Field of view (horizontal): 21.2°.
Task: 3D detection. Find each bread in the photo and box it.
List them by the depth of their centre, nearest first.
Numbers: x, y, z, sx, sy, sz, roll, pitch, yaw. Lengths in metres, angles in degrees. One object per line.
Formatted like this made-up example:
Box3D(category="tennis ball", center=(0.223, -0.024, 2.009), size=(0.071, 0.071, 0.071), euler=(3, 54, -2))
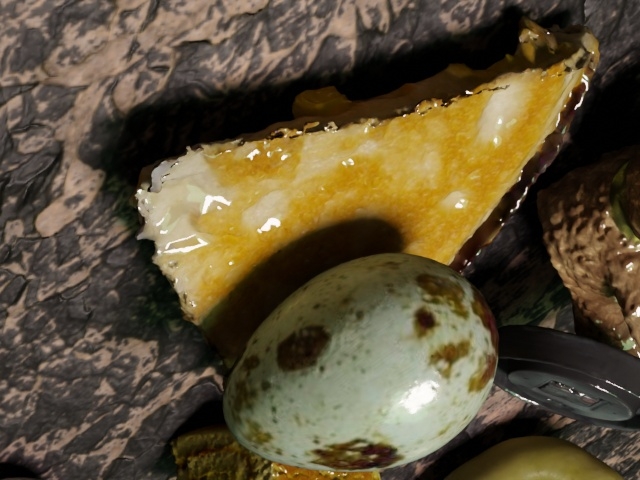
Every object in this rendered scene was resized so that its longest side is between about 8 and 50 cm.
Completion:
Box3D(category="bread", center=(-0.039, 0.223, 1.617), size=(0.132, 0.103, 0.172), euler=(-10, 165, 38))

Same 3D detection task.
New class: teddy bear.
Box3D(category="teddy bear", center=(0.336, 0.000, 1.609), size=(0.296, 0.222, 0.246), euler=(51, 54, -42))

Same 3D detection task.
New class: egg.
Box3D(category="egg", center=(0.032, 0.102, 1.375), size=(0.231, 0.169, 0.169), euler=(-21, 144, -3))

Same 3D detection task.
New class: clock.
Box3D(category="clock", center=(0.245, 0.131, 1.639), size=(0.184, 0.184, 0.040), euler=(46, 60, -55))

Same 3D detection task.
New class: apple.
Box3D(category="apple", center=(0.238, 0.343, 1.913), size=(0.262, 0.262, 0.262), euler=(-23, 143, -19))

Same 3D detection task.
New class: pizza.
Box3D(category="pizza", center=(0.022, 0.005, 1.467), size=(0.435, 0.080, 0.392), euler=(-16, 140, -26))

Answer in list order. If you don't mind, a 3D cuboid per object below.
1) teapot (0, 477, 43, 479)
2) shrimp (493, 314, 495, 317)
Box3D(category="teapot", center=(-0.279, 0.265, 1.481), size=(0.159, 0.116, 0.245), euler=(-18, 146, -5))
Box3D(category="shrimp", center=(0.083, 0.127, 1.646), size=(0.169, 0.058, 0.296), euler=(-27, 160, -13))
